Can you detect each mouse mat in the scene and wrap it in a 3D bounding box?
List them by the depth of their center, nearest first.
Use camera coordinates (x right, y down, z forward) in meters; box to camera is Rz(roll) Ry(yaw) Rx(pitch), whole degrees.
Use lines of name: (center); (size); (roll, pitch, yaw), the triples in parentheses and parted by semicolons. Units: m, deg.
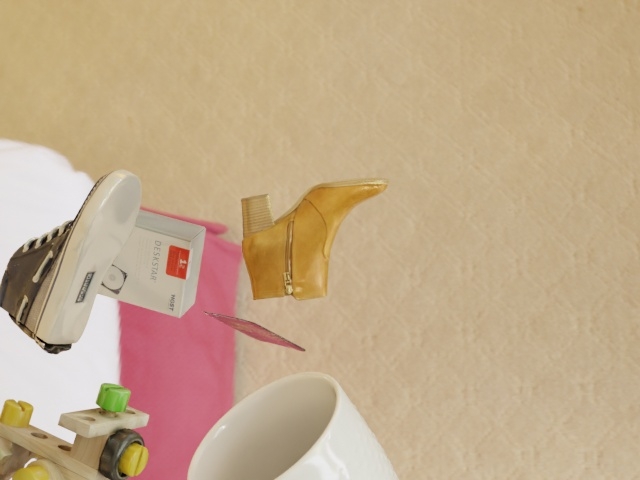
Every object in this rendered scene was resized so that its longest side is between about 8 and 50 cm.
mouse mat: (-0.134, 0.181, 1.885); (0.189, 0.152, 0.007); (3, 67, 52)

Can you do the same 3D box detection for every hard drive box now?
hard drive box: (-0.371, 0.037, 1.974); (0.232, 0.089, 0.181); (14, 111, 9)

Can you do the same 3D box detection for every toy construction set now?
toy construction set: (-0.336, 0.246, 1.046); (0.257, 0.308, 0.237); (30, 101, 46)

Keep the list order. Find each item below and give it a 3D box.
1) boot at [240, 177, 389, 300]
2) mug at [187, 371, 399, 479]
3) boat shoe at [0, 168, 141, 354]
boot: (-0.001, 0.000, 1.773); (0.295, 0.104, 0.211); (-11, 94, -3)
mug: (-0.019, 0.407, 1.519); (0.276, 0.328, 0.374); (-36, 20, -7)
boat shoe: (-0.441, 0.011, 1.617); (0.158, 0.127, 0.341); (29, 96, 23)
